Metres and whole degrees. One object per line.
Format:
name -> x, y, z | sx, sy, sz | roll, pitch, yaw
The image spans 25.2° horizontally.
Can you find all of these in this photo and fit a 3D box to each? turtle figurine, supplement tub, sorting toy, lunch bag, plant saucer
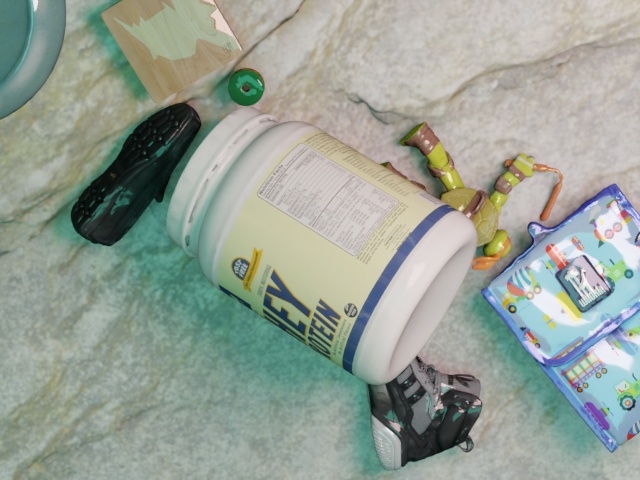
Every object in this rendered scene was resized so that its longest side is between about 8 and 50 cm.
turtle figurine -> 0.166, -0.032, 1.842 | 0.217, 0.087, 0.269 | 40, 103, -10
supplement tub -> 0.000, 0.000, 1.740 | 0.325, 0.235, 0.235 | 31, 106, 16
sorting toy -> -0.189, -0.271, 1.799 | 0.132, 0.046, 0.274 | -29, 104, 9
lunch bag -> 0.365, 0.084, 1.852 | 0.221, 0.138, 0.293 | -39, 99, 7
plant saucer -> -0.482, -0.290, 1.801 | 0.318, 0.043, 0.317 | 0, 107, 1

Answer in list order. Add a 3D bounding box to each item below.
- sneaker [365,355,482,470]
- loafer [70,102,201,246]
sneaker -> 0.133, 0.175, 1.901 | 0.153, 0.101, 0.268 | -8, 112, 2
loafer -> -0.229, -0.084, 1.848 | 0.223, 0.076, 0.078 | -47, 135, 10
